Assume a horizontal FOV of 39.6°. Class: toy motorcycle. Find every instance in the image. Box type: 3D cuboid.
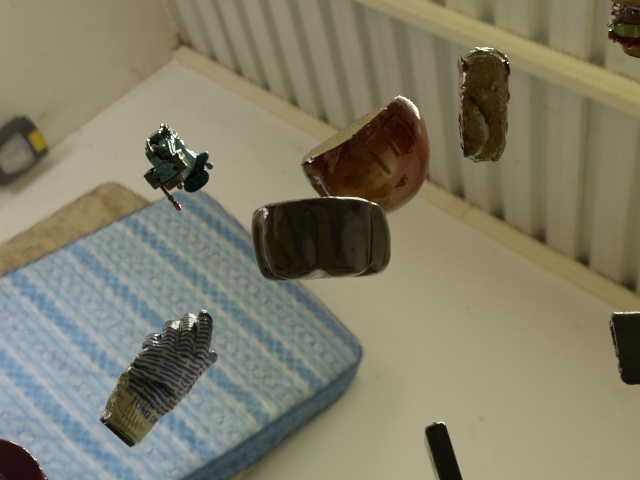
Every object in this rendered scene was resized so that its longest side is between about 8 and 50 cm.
[{"bbox_3d":[-0.348,-0.185,2.134,0.182,0.123,0.272,55,11,-15],"label":"toy motorcycle"}]

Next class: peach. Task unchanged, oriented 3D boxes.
[{"bbox_3d":[0.115,-0.171,1.866,0.245,0.274,0.248,45,1,-37],"label":"peach"}]

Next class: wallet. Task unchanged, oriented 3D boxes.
[{"bbox_3d":[0.743,0.208,1.751,0.321,0.171,0.044,-4,-39,10],"label":"wallet"}]

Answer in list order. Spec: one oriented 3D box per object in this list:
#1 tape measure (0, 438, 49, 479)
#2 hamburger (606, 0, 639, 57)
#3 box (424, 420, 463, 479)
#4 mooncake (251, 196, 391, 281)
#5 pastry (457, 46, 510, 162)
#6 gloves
[{"bbox_3d":[-0.578,0.470,1.547,0.245,0.232,0.149,35,-34,0],"label":"tape measure"},{"bbox_3d":[0.510,-0.365,1.335,0.175,0.175,0.137,23,-31,46],"label":"hamburger"},{"bbox_3d":[0.270,0.491,1.963,0.230,0.050,0.160,74,0,-69],"label":"box"},{"bbox_3d":[0.000,0.000,1.513,0.245,0.244,0.133,170,-83,-65],"label":"mooncake"},{"bbox_3d":[0.311,-0.259,1.696,0.100,0.229,0.219,-1,-70,10],"label":"pastry"},{"bbox_3d":[-0.225,0.192,1.284,0.097,0.229,0.119,-4,-44,42],"label":"gloves"}]
